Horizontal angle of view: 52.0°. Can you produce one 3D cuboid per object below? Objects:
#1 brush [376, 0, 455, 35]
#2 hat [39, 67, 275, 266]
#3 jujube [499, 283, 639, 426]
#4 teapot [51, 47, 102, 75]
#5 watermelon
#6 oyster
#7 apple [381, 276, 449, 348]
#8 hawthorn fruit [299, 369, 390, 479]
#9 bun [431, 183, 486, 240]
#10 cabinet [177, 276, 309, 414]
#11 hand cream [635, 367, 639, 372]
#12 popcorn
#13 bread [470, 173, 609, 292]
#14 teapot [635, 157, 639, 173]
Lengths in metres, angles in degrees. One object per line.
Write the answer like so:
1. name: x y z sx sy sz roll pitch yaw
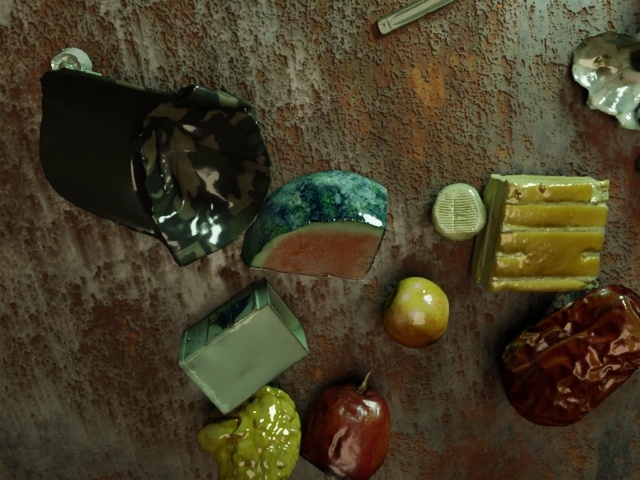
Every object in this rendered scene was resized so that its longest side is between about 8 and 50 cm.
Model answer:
1. brush: 0.194 -0.437 1.222 0.190 0.027 0.034 -25 104 8
2. hat: -0.299 -0.171 1.186 0.381 0.257 0.366 33 125 19
3. jujube: 0.523 0.233 1.336 0.216 0.216 0.342 37 115 -16
4. teapot: -0.429 -0.302 1.153 0.083 0.064 0.064 20 103 -13
5. watermelon: 0.000 0.000 1.267 0.318 0.148 0.226 -27 115 2
6. oyster: 0.678 -0.347 1.261 0.351 0.115 0.238 -30 112 8
7. apple: 0.195 0.150 1.329 0.146 0.146 0.146 -2 106 -7
8. hawthorn fruit: 0.056 0.386 1.368 0.189 0.189 0.251 13 89 -11
9. bun: 0.277 -0.057 1.319 0.115 0.069 0.115 0 93 9
10. cabinet: -0.152 0.200 1.295 0.206 0.145 0.150 -36 107 3
11. hand cream: 0.628 0.287 1.475 0.271 0.058 0.091 -20 95 2
12. popcorn: -0.147 0.404 1.329 0.203 0.200 0.226 26 93 -14
13. bread: 0.450 -0.016 1.332 0.246 0.111 0.239 2 108 -10
14. teapot: 0.720 -0.160 1.351 0.129 0.078 0.098 -7 66 7
